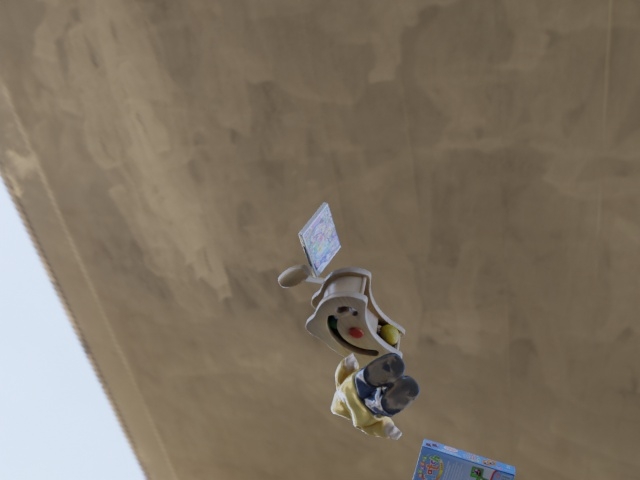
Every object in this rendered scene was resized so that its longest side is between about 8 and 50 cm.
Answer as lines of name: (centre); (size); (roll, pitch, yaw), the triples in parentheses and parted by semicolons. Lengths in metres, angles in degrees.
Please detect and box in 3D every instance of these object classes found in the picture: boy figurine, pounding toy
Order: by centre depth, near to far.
boy figurine: (0.092, 0.299, 1.584); (0.177, 0.092, 0.285); (56, -21, 9)
pounding toy: (0.063, 0.113, 1.634); (0.269, 0.154, 0.154); (40, -51, -24)

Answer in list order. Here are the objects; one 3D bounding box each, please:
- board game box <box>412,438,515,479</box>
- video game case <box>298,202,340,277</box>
board game box: (0.316, 0.555, 1.908); (0.212, 0.039, 0.160); (16, -69, 8)
video game case: (0.000, 0.000, 1.570); (0.011, 0.087, 0.122); (19, -34, 30)
